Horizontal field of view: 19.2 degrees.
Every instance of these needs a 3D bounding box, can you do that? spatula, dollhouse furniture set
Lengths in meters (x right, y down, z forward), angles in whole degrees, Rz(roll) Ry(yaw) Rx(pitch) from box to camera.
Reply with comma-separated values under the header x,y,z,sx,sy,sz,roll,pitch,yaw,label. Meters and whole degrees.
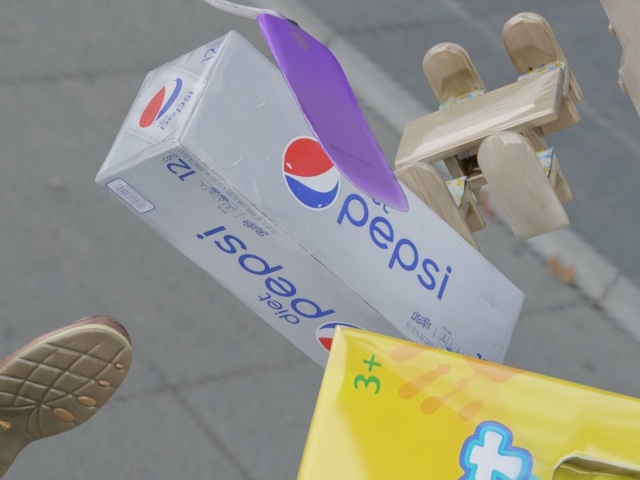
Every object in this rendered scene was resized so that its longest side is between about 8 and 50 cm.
x,y,z,sx,sy,sz,roll,pitch,yaw,label
-0.057,-0.126,0.887,0.296,0.030,0.084,47,12,25,spatula
0.162,-0.128,1.475,0.242,0.161,0.212,-19,27,23,dollhouse furniture set

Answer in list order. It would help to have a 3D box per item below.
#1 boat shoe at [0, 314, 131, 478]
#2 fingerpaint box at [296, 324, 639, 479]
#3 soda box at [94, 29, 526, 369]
x,y,z,sx,sy,sz,roll,pitch,yaw,label
-0.191,0.097,1.232,0.064,0.178,0.060,42,27,-21,boat shoe
0.132,0.304,0.926,0.371,0.445,0.163,14,-12,4,fingerpaint box
0.000,0.000,1.207,0.286,0.091,0.098,40,53,-26,soda box
